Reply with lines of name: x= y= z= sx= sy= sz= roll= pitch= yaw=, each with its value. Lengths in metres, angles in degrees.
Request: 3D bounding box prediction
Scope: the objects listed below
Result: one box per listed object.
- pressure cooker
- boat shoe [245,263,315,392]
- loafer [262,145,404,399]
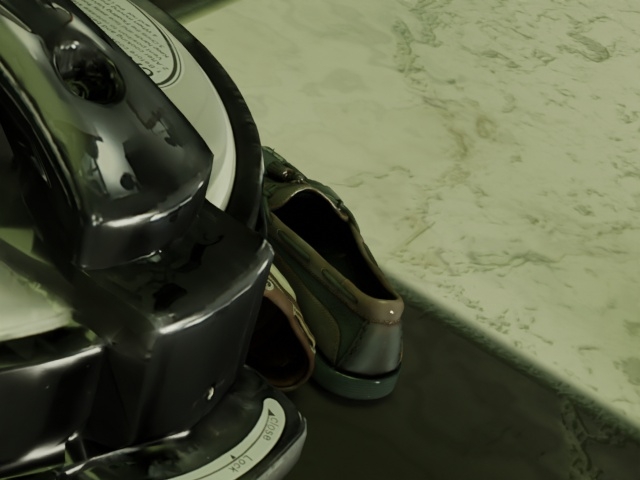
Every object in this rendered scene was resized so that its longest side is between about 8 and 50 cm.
pressure cooker: x=-0.212 y=0.041 z=0.630 sx=0.370 sy=0.420 sz=0.375 roll=5 pitch=36 yaw=-16
boat shoe: x=-0.075 y=0.029 z=0.911 sx=0.257 sy=0.095 sz=0.095 roll=33 pitch=20 yaw=-54
loafer: x=0.000 y=0.000 z=1.084 sx=0.096 sy=0.084 sz=0.267 roll=-2 pitch=39 yaw=-27
